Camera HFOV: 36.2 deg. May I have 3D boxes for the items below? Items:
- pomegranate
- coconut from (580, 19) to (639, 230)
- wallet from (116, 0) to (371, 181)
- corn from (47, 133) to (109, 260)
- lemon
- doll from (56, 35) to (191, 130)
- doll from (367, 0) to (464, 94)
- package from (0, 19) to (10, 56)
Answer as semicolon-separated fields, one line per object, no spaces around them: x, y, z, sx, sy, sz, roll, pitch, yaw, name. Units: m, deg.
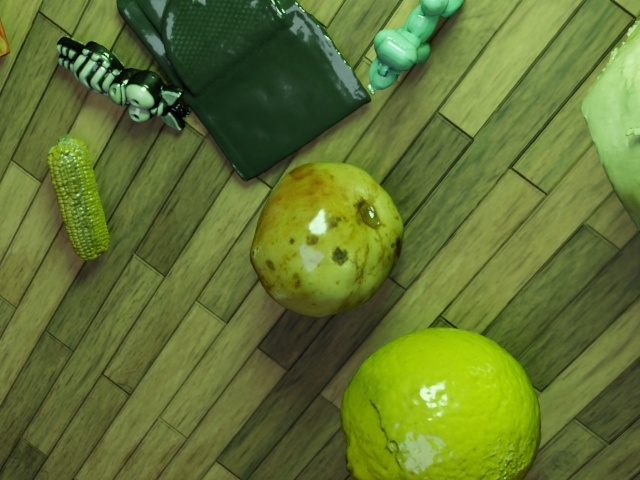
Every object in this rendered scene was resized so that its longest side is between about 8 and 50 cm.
0.000;0.000;1.348;0.215;0.215;0.215;8;116;16;pomegranate
0.492;-0.121;0.981;0.404;0.404;0.405;8;116;16;coconut
-0.112;-0.265;1.360;0.247;0.041;0.323;-31;103;30;wallet
-0.378;-0.065;1.527;0.068;0.068;0.207;0;113;20;corn
0.165;0.254;1.361;0.293;0.293;0.293;8;116;16;lemon
-0.288;-0.228;1.419;0.219;0.067;0.091;27;147;7;doll
0.112;-0.254;1.216;0.059;0.158;0.159;36;114;4;doll
-0.662;-0.334;1.475;0.423;0.123;0.196;-6;109;23;package
